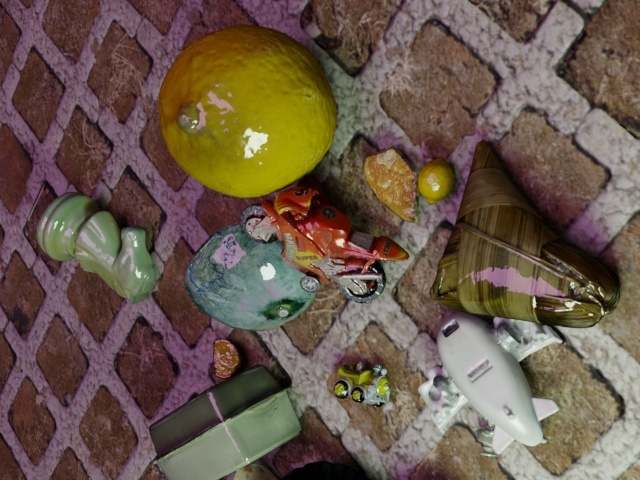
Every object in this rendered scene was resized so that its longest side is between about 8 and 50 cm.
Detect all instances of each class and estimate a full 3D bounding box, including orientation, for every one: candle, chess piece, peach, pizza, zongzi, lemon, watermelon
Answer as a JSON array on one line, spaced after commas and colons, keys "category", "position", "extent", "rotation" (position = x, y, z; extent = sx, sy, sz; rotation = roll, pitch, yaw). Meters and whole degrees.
[{"category": "candle", "position": [0.002, -0.053, 1.749], "extent": [0.053, 0.048, 0.162], "rotation": [-33, 71, 18]}, {"category": "chess piece", "position": [-0.503, 0.016, 2.150], "extent": [0.298, 0.176, 0.175], "rotation": [28, 113, 22]}, {"category": "peach", "position": [-0.201, 0.251, 1.954], "extent": [0.083, 0.050, 0.077], "rotation": [40, 96, 21]}, {"category": "pizza", "position": [0.134, -0.105, 1.635], "extent": [0.160, 0.036, 0.099], "rotation": [49, 124, 26]}, {"category": "zongzi", "position": [0.331, -0.016, 1.434], "extent": [0.286, 0.134, 0.288], "rotation": [8, 77, 29]}, {"category": "lemon", "position": [-0.127, -0.230, 1.655], "extent": [0.336, 0.336, 0.336], "rotation": [5, 97, 41]}, {"category": "lemon", "position": [0.196, -0.100, 1.564], "extent": [0.062, 0.062, 0.083], "rotation": [19, 106, 39]}, {"category": "watermelon", "position": [-0.137, 0.087, 1.792], "extent": [0.322, 0.188, 0.175], "rotation": [-51, 61, 34]}]

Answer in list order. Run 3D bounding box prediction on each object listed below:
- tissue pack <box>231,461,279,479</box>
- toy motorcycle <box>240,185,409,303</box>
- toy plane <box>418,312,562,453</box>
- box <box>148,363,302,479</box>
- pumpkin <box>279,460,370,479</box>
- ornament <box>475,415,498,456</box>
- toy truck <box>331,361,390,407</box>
[{"category": "tissue pack", "position": [-0.111, 0.573, 1.881], "extent": [0.196, 0.092, 0.148], "rotation": [39, 119, 30]}, {"category": "toy motorcycle", "position": [0.000, 0.001, 1.653], "extent": [0.298, 0.089, 0.171], "rotation": [30, 123, -2]}, {"category": "toy plane", "position": [0.277, 0.223, 1.485], "extent": [0.252, 0.118, 0.252], "rotation": [-9, 72, 28]}, {"category": "box", "position": [-0.196, 0.381, 1.853], "extent": [0.290, 0.221, 0.166], "rotation": [-35, 80, 38]}, {"category": "pumpkin", "position": [0.002, 0.528, 1.661], "extent": [0.248, 0.248, 0.248], "rotation": [5, 97, 41]}, {"category": "ornament", "position": [0.287, 0.315, 1.536], "extent": [0.068, 0.041, 0.092], "rotation": [-33, 56, 30]}, {"category": "toy truck", "position": [0.081, 0.264, 1.701], "extent": [0.111, 0.076, 0.077], "rotation": [5, 78, 40]}]
